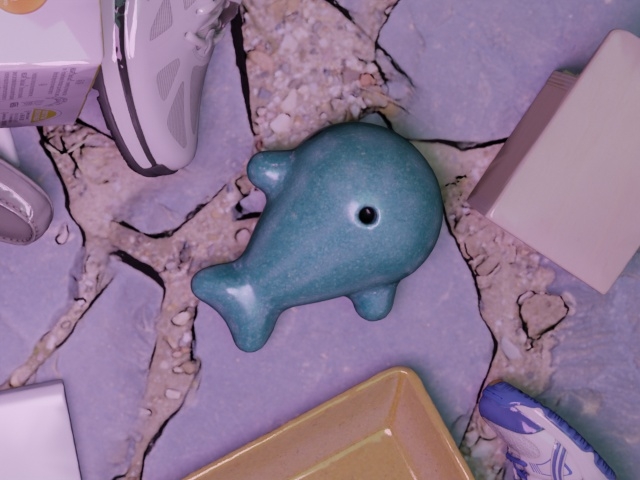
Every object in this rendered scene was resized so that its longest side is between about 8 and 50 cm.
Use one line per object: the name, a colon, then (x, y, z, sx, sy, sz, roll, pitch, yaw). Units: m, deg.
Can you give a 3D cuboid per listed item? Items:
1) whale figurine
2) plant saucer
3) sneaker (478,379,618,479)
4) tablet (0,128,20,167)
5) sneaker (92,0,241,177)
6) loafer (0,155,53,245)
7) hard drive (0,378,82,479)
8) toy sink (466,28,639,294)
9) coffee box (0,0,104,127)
whale figurine: (0.000, 0.000, 1.749, 0.272, 0.141, 0.216, -38, 99, -2)
plant saucer: (0.024, 0.348, 1.776, 0.333, 0.081, 0.333, -27, 76, -5)
sneaker: (0.254, 0.281, 1.825, 0.131, 0.112, 0.296, -43, 98, -1)
tablet: (-0.353, -0.090, 1.762, 0.083, 0.006, 0.054, -16, 98, -5)
sneaker: (-0.086, -0.274, 1.645, 0.257, 0.169, 0.447, 1, 109, 8)
loafer: (-0.422, -0.054, 1.689, 0.319, 0.112, 0.111, 18, 53, -1)
hard drive: (-0.398, 0.271, 1.773, 0.307, 0.040, 0.203, -11, 97, -7)
toy sink: (0.284, -0.089, 1.784, 0.153, 0.131, 0.234, 32, 95, -9)
coffee box: (-0.368, -0.277, 1.477, 0.334, 0.338, 0.337, -4, 86, -11)
